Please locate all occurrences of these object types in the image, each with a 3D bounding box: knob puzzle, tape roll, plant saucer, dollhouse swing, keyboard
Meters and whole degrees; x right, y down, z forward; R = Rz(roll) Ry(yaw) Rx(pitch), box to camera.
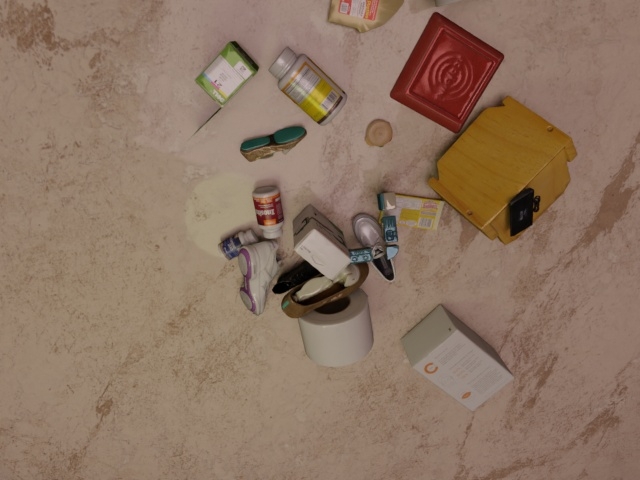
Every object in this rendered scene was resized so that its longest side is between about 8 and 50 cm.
[{"bbox_3d":[0.130,-0.664,1.168,0.213,0.030,0.213,-2,113,-5],"label":"knob puzzle"},{"bbox_3d":[0.050,0.279,1.459,0.246,0.246,0.169,-12,115,-1],"label":"tape roll"},{"bbox_3d":[0.377,-0.479,1.266,0.259,0.048,0.258,23,110,-16],"label":"plant saucer"},{"bbox_3d":[0.587,-0.200,1.396,0.315,0.305,0.347,45,103,20],"label":"dollhouse swing"},{"bbox_3d":[0.609,-0.089,1.294,0.108,0.023,0.180,-31,141,1],"label":"keyboard"}]

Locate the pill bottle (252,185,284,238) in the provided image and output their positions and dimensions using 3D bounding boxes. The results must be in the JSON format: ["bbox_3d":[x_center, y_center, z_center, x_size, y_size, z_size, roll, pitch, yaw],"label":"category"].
[{"bbox_3d":[-0.161,-0.088,1.361,0.086,0.086,0.152,-9,114,-2],"label":"pill bottle"}]

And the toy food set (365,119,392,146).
[{"bbox_3d":[0.182,-0.327,1.327,0.082,0.020,0.083,3,113,-8],"label":"toy food set"}]

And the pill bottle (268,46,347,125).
[{"bbox_3d":[-0.037,-0.430,1.206,0.215,0.117,0.117,38,105,-19],"label":"pill bottle"}]

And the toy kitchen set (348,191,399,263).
[{"bbox_3d":[0.153,-0.037,1.341,0.166,0.122,0.207,-7,93,3],"label":"toy kitchen set"}]

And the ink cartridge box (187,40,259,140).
[{"bbox_3d":[-0.287,-0.400,1.154,0.255,0.189,0.097,-41,112,12],"label":"ink cartridge box"}]

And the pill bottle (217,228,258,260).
[{"bbox_3d":[-0.266,0.012,1.405,0.120,0.067,0.067,-28,114,7],"label":"pill bottle"}]

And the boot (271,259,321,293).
[{"bbox_3d":[-0.063,0.117,1.426,0.198,0.137,0.077,-35,91,8],"label":"boot"}]

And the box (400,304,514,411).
[{"bbox_3d":[0.508,0.440,1.619,0.345,0.168,0.215,39,105,-20],"label":"box"}]

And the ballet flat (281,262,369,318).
[{"bbox_3d":[0.028,0.135,1.395,0.342,0.116,0.124,-24,158,-20],"label":"ballet flat"}]

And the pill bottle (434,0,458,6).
[{"bbox_3d":[0.324,-0.797,1.020,0.229,0.229,0.408,-17,114,2],"label":"pill bottle"}]

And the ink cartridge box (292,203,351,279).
[{"bbox_3d":[0.000,0.000,1.343,0.160,0.219,0.092,39,105,-20],"label":"ink cartridge box"}]

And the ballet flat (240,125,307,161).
[{"bbox_3d":[-0.137,-0.285,1.298,0.206,0.073,0.067,-13,142,3],"label":"ballet flat"}]

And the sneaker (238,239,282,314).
[{"bbox_3d":[-0.189,0.131,1.438,0.152,0.114,0.305,-24,139,-33],"label":"sneaker"}]

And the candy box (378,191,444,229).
[{"bbox_3d":[0.300,-0.097,1.437,0.205,0.027,0.105,7,109,-9],"label":"candy box"}]

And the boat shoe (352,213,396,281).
[{"bbox_3d":[0.191,0.026,1.448,0.095,0.084,0.258,-32,113,8],"label":"boat shoe"}]
